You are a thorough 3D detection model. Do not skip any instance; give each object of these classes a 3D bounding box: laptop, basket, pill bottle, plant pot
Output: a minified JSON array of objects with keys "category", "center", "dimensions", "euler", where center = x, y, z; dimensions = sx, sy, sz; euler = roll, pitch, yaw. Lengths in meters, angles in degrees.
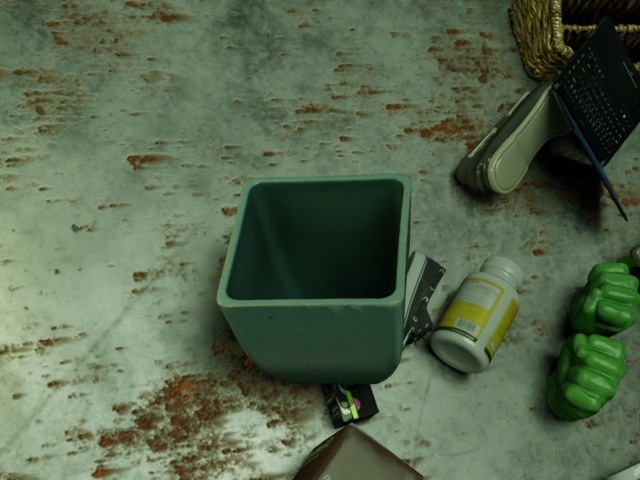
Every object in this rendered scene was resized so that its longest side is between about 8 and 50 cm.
[{"category":"laptop","center":[0.521,-0.217,1.762],"dimensions":[0.264,0.137,0.234],"euler":[-50,127,-12]},{"category":"basket","center":[0.543,-0.416,1.867],"dimensions":[0.299,0.223,0.213],"euler":[-3,69,-19]},{"category":"pill bottle","center":[0.261,0.117,1.622],"dimensions":[0.103,0.103,0.184],"euler":[35,62,-1]},{"category":"plant pot","center":[0.013,0.078,1.450],"dimensions":[0.248,0.252,0.247],"euler":[-1,47,10]}]

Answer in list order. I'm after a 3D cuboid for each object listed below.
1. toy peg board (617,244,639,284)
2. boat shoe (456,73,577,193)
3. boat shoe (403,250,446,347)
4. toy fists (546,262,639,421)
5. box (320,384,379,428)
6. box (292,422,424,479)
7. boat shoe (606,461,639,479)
[{"category":"toy peg board","center":[0.627,0.052,1.790],"dimensions":[0.161,0.079,0.160],"euler":[-34,97,-26]},{"category":"boat shoe","center":[0.365,-0.205,1.787],"dimensions":[0.335,0.096,0.112],"euler":[-44,125,-28]},{"category":"boat shoe","center":[0.148,0.123,1.605],"dimensions":[0.076,0.080,0.228],"euler":[25,55,-4]},{"category":"toy fists","center":[0.450,0.162,1.640],"dimensions":[0.096,0.142,0.279],"euler":[27,62,-5]},{"category":"box","center":[0.043,0.238,1.533],"dimensions":[0.062,0.052,0.083],"euler":[-12,71,-21]},{"category":"box","center":[-0.033,0.448,1.343],"dimensions":[0.143,0.191,0.381],"euler":[39,62,1]},{"category":"boat shoe","center":[0.586,0.386,1.615],"dimensions":[0.258,0.095,0.084],"euler":[-8,66,-19]}]
